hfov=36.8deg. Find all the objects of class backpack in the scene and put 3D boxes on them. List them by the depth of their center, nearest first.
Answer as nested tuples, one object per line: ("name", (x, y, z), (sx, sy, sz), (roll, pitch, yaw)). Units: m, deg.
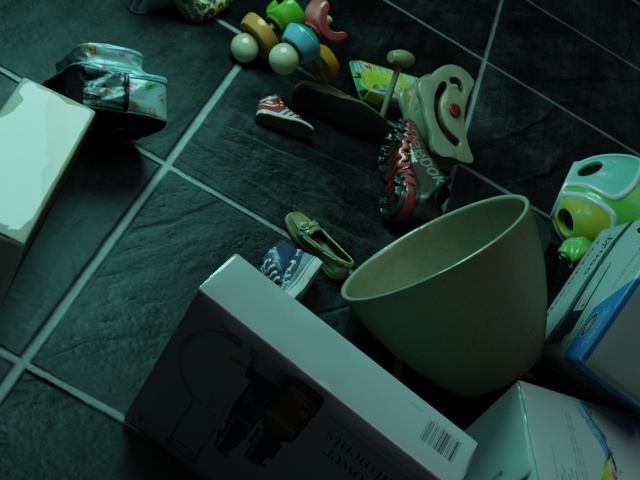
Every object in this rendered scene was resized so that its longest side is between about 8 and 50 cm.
("backpack", (-0.344, -0.235, 1.569), (0.188, 0.165, 0.145), (12, 74, -33))

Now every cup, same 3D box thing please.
("cup", (0.233, 0.107, 1.550), (0.237, 0.331, 0.331), (61, 39, -11))

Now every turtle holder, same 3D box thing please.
("turtle holder", (0.597, -0.036, 2.008), (0.227, 0.243, 0.320), (25, 73, 13))

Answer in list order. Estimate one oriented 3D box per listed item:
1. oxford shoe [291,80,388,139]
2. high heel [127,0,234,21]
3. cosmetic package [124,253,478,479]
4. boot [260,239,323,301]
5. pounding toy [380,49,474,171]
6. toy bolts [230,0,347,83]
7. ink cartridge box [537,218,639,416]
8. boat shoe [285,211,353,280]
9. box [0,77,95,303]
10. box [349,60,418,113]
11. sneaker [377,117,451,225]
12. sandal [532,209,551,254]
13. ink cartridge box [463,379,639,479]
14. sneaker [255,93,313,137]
("oxford shoe", (0.045, -0.275, 1.964), (0.212, 0.076, 0.076), (25, 31, -11))
("high heel", (-0.249, -0.536, 1.931), (0.261, 0.186, 0.093), (-13, 58, -42))
("cosmetic package", (-0.037, 0.239, 1.212), (0.377, 0.284, 0.097), (38, 41, 5))
("boot", (-0.068, 0.068, 1.546), (0.086, 0.069, 0.190), (29, 31, 5))
("pounding toy", (0.230, -0.275, 2.039), (0.154, 0.155, 0.270), (-12, 87, -34))
("toy bolts", (-0.056, -0.371, 1.928), (0.158, 0.228, 0.218), (-43, 113, -16))
("ink cartridge box", (0.508, 0.120, 1.572), (0.166, 0.285, 0.395), (36, -4, 2))
("boat shoe", (-0.001, 0.001, 1.665), (0.056, 0.048, 0.153), (-18, 62, -44))
("box", (-0.439, -0.075, 1.364), (0.121, 0.148, 0.311), (25, 41, -12))
("box", (0.143, -0.333, 2.113), (0.179, 0.043, 0.105), (13, 44, -27))
("sneaker", (0.187, -0.128, 1.890), (0.135, 0.098, 0.276), (20, 43, -17))
("sandal", (0.358, 0.037, 1.831), (0.167, 0.107, 0.446), (32, 39, -2))
("ink cartridge box", (0.363, 0.369, 1.425), (0.270, 0.198, 0.197), (19, 42, -18))
("sneaker", (-0.067, -0.245, 1.875), (0.118, 0.042, 0.067), (18, 45, -16))
